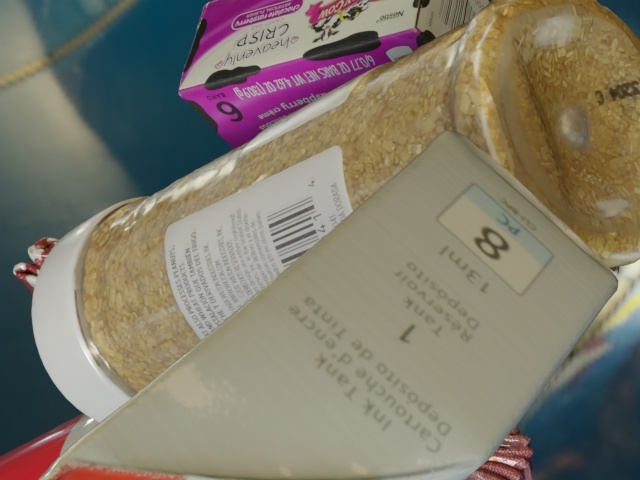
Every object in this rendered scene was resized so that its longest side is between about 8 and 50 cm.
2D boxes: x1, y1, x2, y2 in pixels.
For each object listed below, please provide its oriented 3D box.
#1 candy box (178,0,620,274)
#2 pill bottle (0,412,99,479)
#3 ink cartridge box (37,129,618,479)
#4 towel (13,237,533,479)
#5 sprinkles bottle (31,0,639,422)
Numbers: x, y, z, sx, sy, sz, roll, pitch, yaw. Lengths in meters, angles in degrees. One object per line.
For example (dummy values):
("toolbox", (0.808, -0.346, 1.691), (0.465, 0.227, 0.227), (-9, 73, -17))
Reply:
("candy box", (0.053, -0.056, 0.996), (0.159, 0.233, 0.071), (-11, -129, 35))
("pill bottle", (-0.232, 0.289, 1.431), (0.229, 0.408, 0.229), (34, -139, -36))
("ink cartridge box", (-0.084, 0.150, 0.524), (0.091, 0.308, 0.385), (43, -147, 3))
("towel", (-0.016, 0.107, 1.088), (0.329, 0.037, 0.237), (23, 162, 17))
("sprinkles bottle", (0.000, 0.000, 0.816), (0.121, 0.121, 0.355), (-9, 170, -40))
